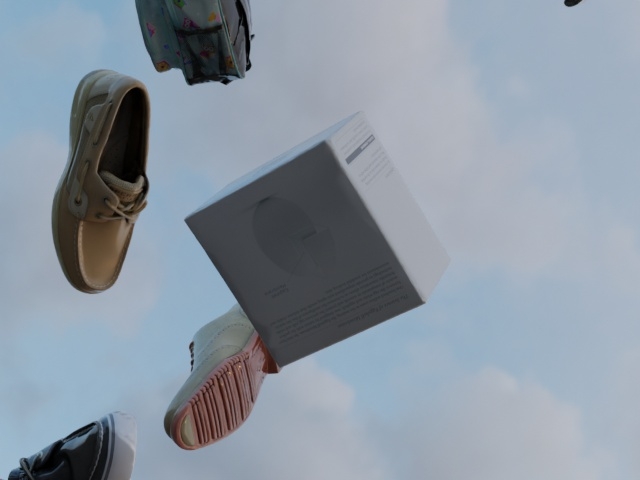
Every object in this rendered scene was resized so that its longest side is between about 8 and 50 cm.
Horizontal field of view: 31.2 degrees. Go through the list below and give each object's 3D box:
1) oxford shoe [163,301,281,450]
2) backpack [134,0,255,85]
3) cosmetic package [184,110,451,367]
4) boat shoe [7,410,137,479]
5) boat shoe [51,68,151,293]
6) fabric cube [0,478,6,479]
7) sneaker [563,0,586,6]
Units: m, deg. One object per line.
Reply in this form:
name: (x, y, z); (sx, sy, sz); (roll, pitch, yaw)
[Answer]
oxford shoe: (-0.183, 0.236, 2.061); (0.146, 0.397, 0.140); (10, -60, 25)
backpack: (-0.162, -0.313, 1.474); (0.144, 0.166, 0.188); (0, -48, 3)
cosmetic package: (0.000, 0.000, 1.400); (0.224, 0.138, 0.224); (-26, -80, 28)
boat shoe: (-0.225, 0.207, 0.951); (0.076, 0.080, 0.228); (14, -38, -28)
boat shoe: (-0.316, -0.077, 1.690); (0.110, 0.122, 0.341); (20, -70, 45)
fabric cube: (-0.386, 0.441, 1.432); (0.254, 0.258, 0.259); (20, -15, -13)
sneaker: (0.245, -0.356, 1.230); (0.235, 0.094, 0.153); (54, -48, 5)
